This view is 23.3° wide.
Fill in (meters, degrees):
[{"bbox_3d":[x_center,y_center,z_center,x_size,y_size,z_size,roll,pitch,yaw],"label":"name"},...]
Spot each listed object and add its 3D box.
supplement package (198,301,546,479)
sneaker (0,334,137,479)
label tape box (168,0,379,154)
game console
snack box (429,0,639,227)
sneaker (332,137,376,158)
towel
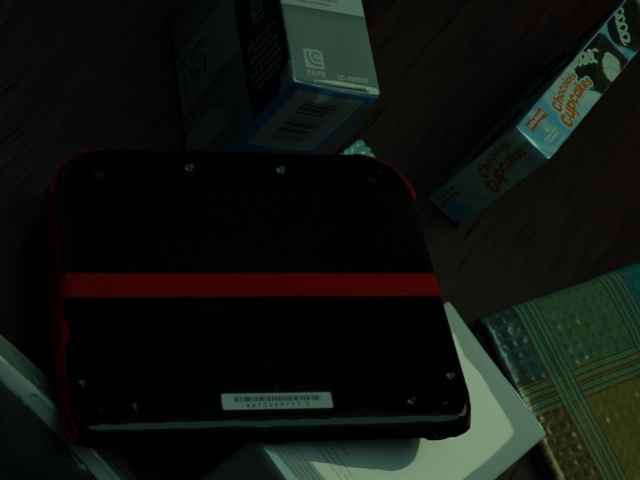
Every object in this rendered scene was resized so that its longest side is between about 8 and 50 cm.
[{"bbox_3d":[0.047,0.224,1.555,0.293,0.177,0.175,-32,83,-38],"label":"supplement package"},{"bbox_3d":[-0.279,0.209,1.427,0.147,0.104,0.296,-41,120,-1],"label":"sneaker"},{"bbox_3d":[-0.067,-0.253,1.697,0.115,0.249,0.348,3,64,-30],"label":"label tape box"},{"bbox_3d":[-0.067,0.051,1.501,0.386,0.060,0.342,0,53,-16],"label":"game console"},{"bbox_3d":[0.276,-0.160,1.897,0.060,0.187,0.322,45,51,-3],"label":"snack box"},{"bbox_3d":[0.000,0.000,1.695,0.122,0.110,0.283,49,51,-4],"label":"sneaker"},{"bbox_3d":[0.374,0.170,1.877,0.370,0.040,0.271,-15,74,-35],"label":"towel"}]
